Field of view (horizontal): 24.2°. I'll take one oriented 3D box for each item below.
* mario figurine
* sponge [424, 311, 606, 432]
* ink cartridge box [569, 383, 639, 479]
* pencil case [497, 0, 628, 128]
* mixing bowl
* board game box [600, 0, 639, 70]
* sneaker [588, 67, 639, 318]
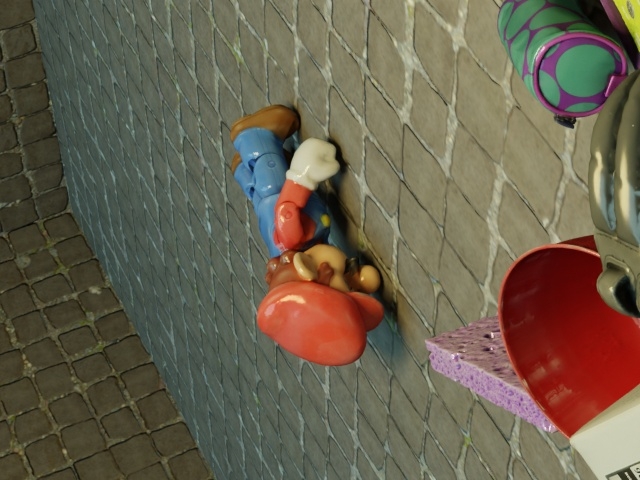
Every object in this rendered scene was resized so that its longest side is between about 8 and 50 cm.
[{"bbox_3d":[0.000,0.000,1.733,0.198,0.170,0.321,33,-148,-53],"label":"mario figurine"},{"bbox_3d":[0.183,0.099,1.231,0.210,0.117,0.031,24,130,66],"label":"sponge"},{"bbox_3d":[0.299,0.193,0.837,0.309,0.130,0.272,56,153,8],"label":"ink cartridge box"},{"bbox_3d":[0.166,-0.133,1.035,0.064,0.070,0.152,-59,14,19],"label":"pencil case"},{"bbox_3d":[0.226,0.064,1.061,0.181,0.098,0.181,35,140,35],"label":"mixing bowl"},{"bbox_3d":[0.270,-0.092,0.878,0.208,0.056,0.347,120,127,-73],"label":"board game box"},{"bbox_3d":[0.171,0.043,0.526,0.147,0.104,0.296,150,122,-62],"label":"sneaker"}]
